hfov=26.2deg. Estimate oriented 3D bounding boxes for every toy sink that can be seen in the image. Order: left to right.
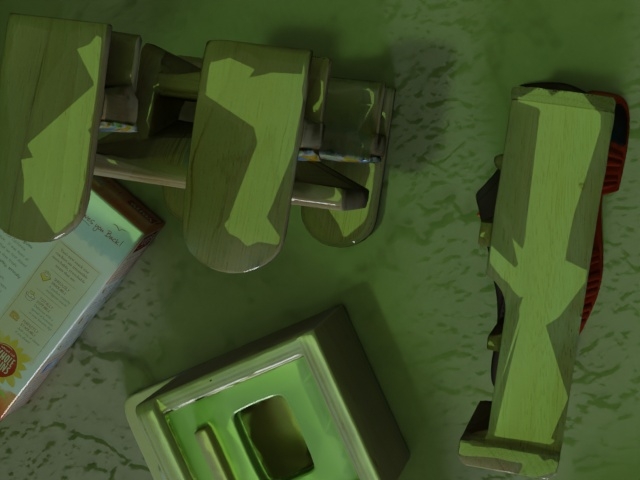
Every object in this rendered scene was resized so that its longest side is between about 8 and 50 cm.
[{"bbox_3d":[-0.065,0.177,1.191,0.234,0.131,0.153,-23,92,16],"label":"toy sink"}]

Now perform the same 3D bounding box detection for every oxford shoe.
[{"bbox_3d":[0.177,0.002,1.144,0.098,0.097,0.271,20,102,34],"label":"oxford shoe"}]

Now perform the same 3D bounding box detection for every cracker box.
[{"bbox_3d":[-0.273,0.025,1.248,0.155,0.067,0.232,41,106,3],"label":"cracker box"}]

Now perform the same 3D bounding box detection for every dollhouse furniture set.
[{"bbox_3d":[0.000,0.000,1.018,0.394,0.362,0.257,9,94,11],"label":"dollhouse furniture set"}]
